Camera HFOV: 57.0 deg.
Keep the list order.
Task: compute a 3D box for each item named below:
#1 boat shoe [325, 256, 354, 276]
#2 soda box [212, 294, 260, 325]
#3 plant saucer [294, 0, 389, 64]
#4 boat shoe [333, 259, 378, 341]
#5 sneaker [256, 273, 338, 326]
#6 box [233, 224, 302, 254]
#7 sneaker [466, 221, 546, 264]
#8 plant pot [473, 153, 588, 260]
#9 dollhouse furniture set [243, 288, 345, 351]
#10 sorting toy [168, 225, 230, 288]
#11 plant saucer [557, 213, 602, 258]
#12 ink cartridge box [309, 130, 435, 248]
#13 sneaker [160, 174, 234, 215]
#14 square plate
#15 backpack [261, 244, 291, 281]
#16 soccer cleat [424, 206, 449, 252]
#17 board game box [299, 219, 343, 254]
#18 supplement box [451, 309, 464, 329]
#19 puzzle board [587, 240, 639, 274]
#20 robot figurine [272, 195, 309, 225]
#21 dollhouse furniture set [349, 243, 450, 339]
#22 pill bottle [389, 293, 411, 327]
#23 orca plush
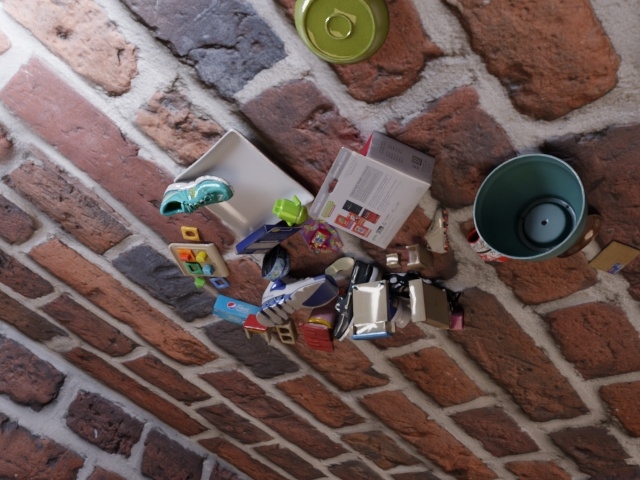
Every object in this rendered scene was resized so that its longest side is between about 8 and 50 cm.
[{"bbox_3d":[0.073,0.086,2.109,0.133,0.042,0.049,-31,100,39],"label":"boat shoe"},{"bbox_3d":[-0.333,0.298,2.434,0.210,0.071,0.067,18,139,-3],"label":"soda box"},{"bbox_3d":[0.048,-0.535,1.455,0.241,0.037,0.240,9,137,8],"label":"plant saucer"},{"bbox_3d":[0.104,0.214,2.111,0.091,0.114,0.302,24,94,-5],"label":"boat shoe"},{"bbox_3d":[-0.101,0.175,2.176,0.316,0.182,0.127,-25,130,15],"label":"sneaker"},{"bbox_3d":[-0.181,-0.010,2.031,0.136,0.036,0.225,-1,158,-46],"label":"box"},{"bbox_3d":[0.580,-0.021,1.801,0.145,0.090,0.270,35,137,-24],"label":"sneaker"},{"bbox_3d":[0.601,-0.069,1.635,0.293,0.292,0.196,-18,155,32],"label":"plant pot"},{"bbox_3d":[-0.098,0.281,2.262,0.374,0.201,0.152,6,138,20],"label":"dollhouse furniture set"},{"bbox_3d":[-0.471,0.084,2.267,0.196,0.047,0.347,-2,135,19],"label":"sorting toy"},{"bbox_3d":[0.754,-0.018,1.744,0.169,0.029,0.168,-18,137,-17],"label":"plant saucer"},{"bbox_3d":[0.146,-0.158,1.758,0.272,0.130,0.309,24,137,-6],"label":"ink cartridge box"},{"bbox_3d":[-0.397,-0.130,1.896,0.275,0.110,0.107,-11,131,27],"label":"sneaker"},{"bbox_3d":[-0.248,-0.177,1.919,0.344,0.049,0.347,39,133,-24],"label":"square plate"},{"bbox_3d":[-0.159,0.092,2.129,0.084,0.114,0.105,29,136,-22],"label":"backpack"},{"bbox_3d":[0.368,-0.028,1.879,0.076,0.068,0.196,4,140,17],"label":"soccer cleat"},{"bbox_3d":[0.000,0.000,2.043,0.133,0.033,0.168,-7,134,24],"label":"board game box"},{"bbox_3d":[0.500,0.288,2.150,0.043,0.083,0.054,0,99,16],"label":"supplement box"},{"bbox_3d":[0.915,0.054,1.839,0.097,0.011,0.128,19,139,-5],"label":"puzzle board"},{"bbox_3d":[-0.093,-0.092,1.878,0.115,0.067,0.101,18,125,-7],"label":"robot figurine"},{"bbox_3d":[0.252,0.195,2.019,0.304,0.286,0.198,-14,157,31],"label":"dollhouse furniture set"},{"bbox_3d":[0.237,0.248,2.177,0.187,0.112,0.112,27,137,-13],"label":"pill bottle"},{"bbox_3d":[0.352,0.204,2.101,0.287,0.102,0.151,25,137,-11],"label":"orca plush"}]
